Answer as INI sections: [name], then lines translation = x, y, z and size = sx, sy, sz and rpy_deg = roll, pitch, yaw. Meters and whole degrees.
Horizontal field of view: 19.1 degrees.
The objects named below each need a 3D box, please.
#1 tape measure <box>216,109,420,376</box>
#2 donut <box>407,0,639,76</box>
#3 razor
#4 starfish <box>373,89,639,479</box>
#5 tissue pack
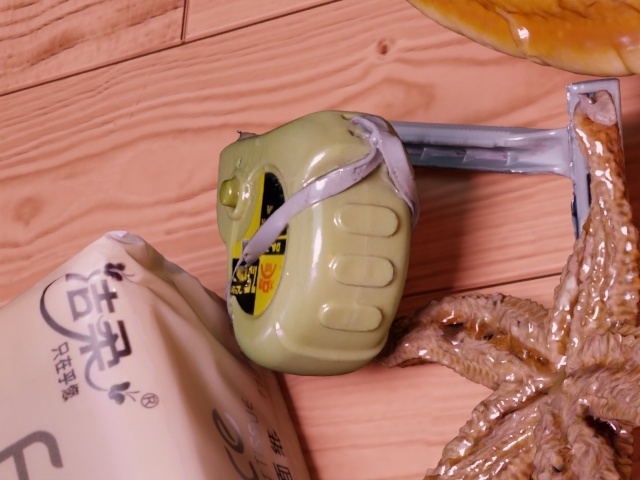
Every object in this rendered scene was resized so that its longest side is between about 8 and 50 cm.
[tape measure]
translation = 0.000, 0.000, 1.218
size = 0.200, 0.106, 0.175
rpy_deg = 164, 111, -64
[donut]
translation = 0.215, -0.298, 1.183
size = 0.449, 0.198, 0.448
rpy_deg = -16, 58, 28
[razor]
translation = 0.090, -0.061, 1.265
size = 0.278, 0.056, 0.111
rpy_deg = 9, 111, 45
[starfish]
translation = 0.128, 0.075, 1.112
size = 0.375, 0.094, 0.327
rpy_deg = 2, 73, 58
[tissue pack]
translation = -0.156, 0.253, 1.196
size = 0.332, 0.205, 0.405
rpy_deg = -32, 54, 16
